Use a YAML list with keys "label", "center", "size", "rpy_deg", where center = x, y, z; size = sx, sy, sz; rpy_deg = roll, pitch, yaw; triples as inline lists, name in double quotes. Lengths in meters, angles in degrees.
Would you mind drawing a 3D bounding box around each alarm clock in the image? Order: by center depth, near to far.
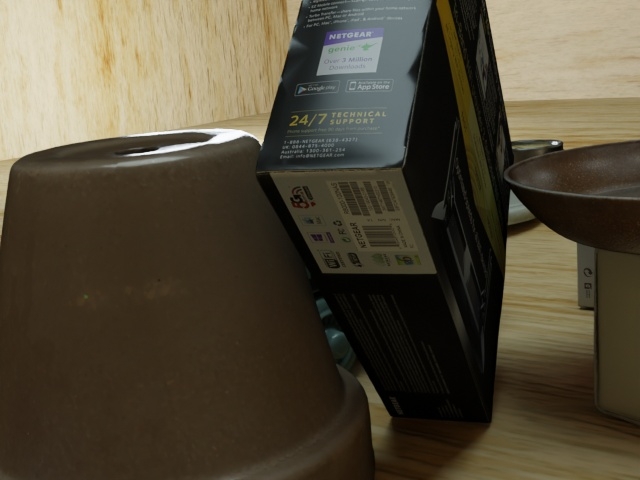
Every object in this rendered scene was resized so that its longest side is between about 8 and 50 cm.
- label: "alarm clock"
  center: [0.360, -0.149, 1.691]
  size: [0.192, 0.064, 0.129]
  rpy_deg: [9, 18, 40]

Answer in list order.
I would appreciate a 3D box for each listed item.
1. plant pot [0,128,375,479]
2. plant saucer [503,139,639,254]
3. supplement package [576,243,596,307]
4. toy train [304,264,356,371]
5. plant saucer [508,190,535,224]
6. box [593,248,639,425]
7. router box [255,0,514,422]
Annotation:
- label: "plant pot"
  center: [-0.103, 0.054, 0.576]
  size: [0.263, 0.229, 0.263]
  rpy_deg: [-5, 13, 1]
- label: "plant saucer"
  center: [0.289, -0.036, 0.656]
  size: [0.310, 0.050, 0.310]
  rpy_deg: [-6, 10, 1]
- label: "supplement package"
  center: [0.383, -0.008, 0.879]
  size: [0.244, 0.134, 0.139]
  rpy_deg: [3, 15, 32]
- label: "toy train"
  center: [0.033, 0.005, 0.824]
  size: [0.334, 0.190, 0.142]
  rpy_deg: [-15, 16, -38]
- label: "plant saucer"
  center: [0.131, -0.088, 1.375]
  size: [0.400, 0.101, 0.400]
  rpy_deg: [-3, 9, 0]
- label: "box"
  center: [0.325, 0.050, 0.660]
  size: [0.232, 0.127, 0.148]
  rpy_deg: [-14, 16, -36]
- label: "router box"
  center: [0.066, -0.051, 0.617]
  size: [0.081, 0.309, 0.243]
  rpy_deg: [0, 56, 19]
